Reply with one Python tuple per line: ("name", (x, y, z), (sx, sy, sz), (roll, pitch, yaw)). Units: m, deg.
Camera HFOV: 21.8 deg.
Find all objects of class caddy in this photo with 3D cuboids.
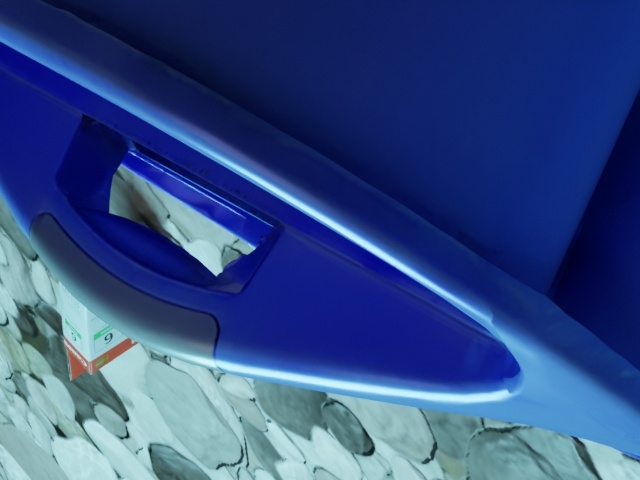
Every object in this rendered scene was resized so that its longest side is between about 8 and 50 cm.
("caddy", (-0.015, -0.050, 0.504), (0.341, 0.179, 0.241), (29, 174, 40))

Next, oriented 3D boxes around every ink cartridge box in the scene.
("ink cartridge box", (-0.121, 0.045, 0.991), (0.029, 0.063, 0.115), (43, 151, 24))

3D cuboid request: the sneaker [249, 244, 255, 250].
("sneaker", (0.000, 0.000, 0.786), (0.069, 0.038, 0.098), (50, 162, 4))
